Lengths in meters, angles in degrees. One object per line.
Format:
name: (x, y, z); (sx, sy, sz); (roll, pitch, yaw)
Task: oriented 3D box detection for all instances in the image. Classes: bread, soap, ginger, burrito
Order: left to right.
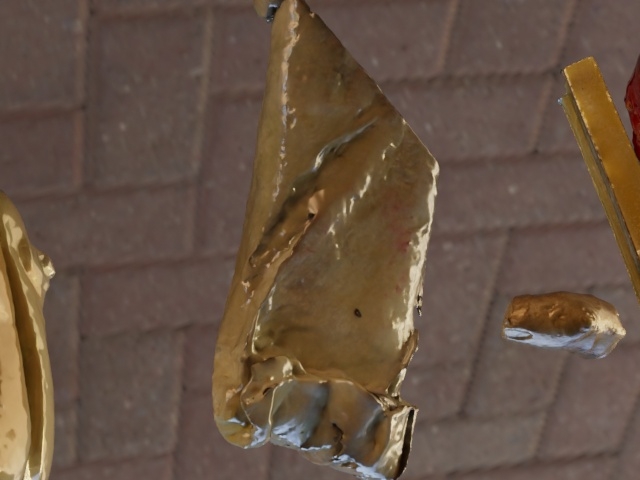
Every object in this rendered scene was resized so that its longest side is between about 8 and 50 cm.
bread: (-0.420, 0.115, 1.797); (0.253, 0.376, 0.348); (-19, 163, 18)
burrito: (0.010, 0.001, 1.383); (0.175, 0.347, 0.107); (9, 173, -41)
ginger: (0.277, 0.094, 2.135); (0.095, 0.069, 0.190); (-35, 149, 33)
soap: (0.278, -0.039, 1.739); (0.037, 0.252, 0.092); (-19, 164, 0)

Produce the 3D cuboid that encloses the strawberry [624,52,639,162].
strawberry: (0.424, -0.109, 1.692); (0.292, 0.291, 0.310); (-29, 111, 9)
